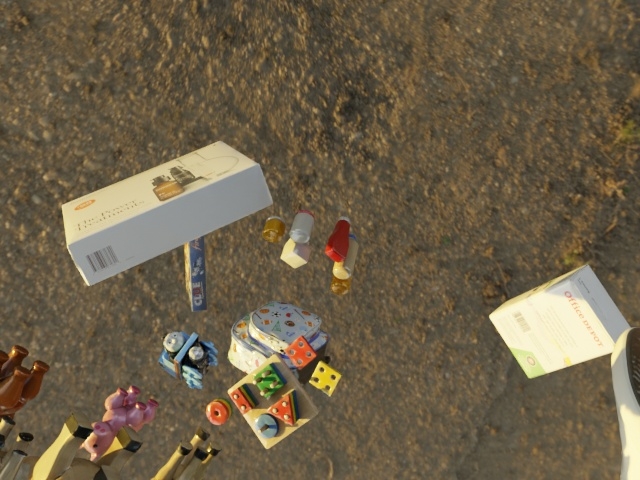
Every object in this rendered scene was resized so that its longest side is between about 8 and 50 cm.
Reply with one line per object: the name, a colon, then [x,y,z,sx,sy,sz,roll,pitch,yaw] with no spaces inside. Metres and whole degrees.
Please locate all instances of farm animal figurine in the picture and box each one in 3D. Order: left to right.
farm animal figurine: [-0.260,0.280,0.670,0.330,0.327,0.172,35,86,-25]

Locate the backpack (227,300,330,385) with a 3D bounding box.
backpack: [-0.133,0.304,1.787,0.263,0.276,0.213,14,108,25]

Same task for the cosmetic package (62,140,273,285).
cosmetic package: [-0.321,-0.074,1.243,0.377,0.284,0.097,-26,114,-15]

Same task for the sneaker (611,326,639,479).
sneaker: [0.334,0.226,0.616,0.106,0.290,0.123,15,137,-4]

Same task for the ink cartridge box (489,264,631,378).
ink cartridge box: [0.617,0.214,1.585,0.201,0.117,0.278,58,139,7]

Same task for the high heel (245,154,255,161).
high heel: [-0.271,-0.137,1.584,0.244,0.082,0.117,-22,123,-26]

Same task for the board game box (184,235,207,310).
board game box: [-0.343,0.049,1.660,0.042,0.165,0.243,-4,106,-17]

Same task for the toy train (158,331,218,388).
toy train: [-0.259,0.228,1.184,0.105,0.080,0.184,30,154,4]

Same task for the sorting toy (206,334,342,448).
sorting toy: [-0.088,0.292,1.107,0.274,0.046,0.132,-40,80,20]

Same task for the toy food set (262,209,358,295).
toy food set: [0.000,0.000,1.217,0.232,0.104,0.111,37,137,-25]
